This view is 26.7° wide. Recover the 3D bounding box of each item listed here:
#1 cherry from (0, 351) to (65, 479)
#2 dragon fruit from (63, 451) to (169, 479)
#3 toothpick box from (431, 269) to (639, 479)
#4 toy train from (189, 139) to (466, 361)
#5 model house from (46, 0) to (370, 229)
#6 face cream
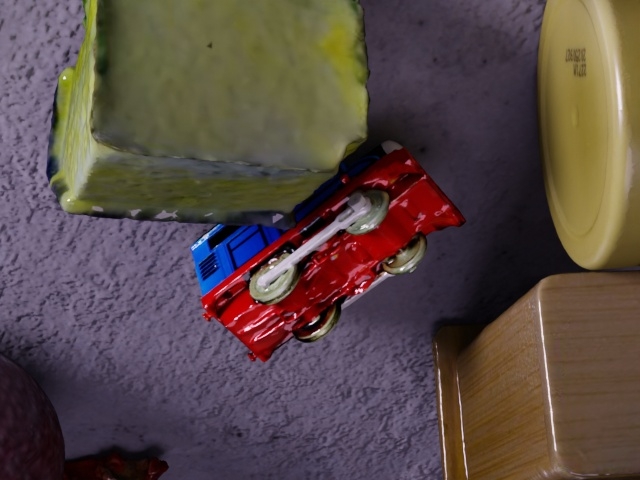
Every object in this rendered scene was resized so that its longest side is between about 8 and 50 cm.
[{"bbox_3d":[-0.344,0.177,1.119,0.230,0.203,0.300,-25,118,17],"label":"cherry"},{"bbox_3d":[-0.216,0.233,1.302,0.131,0.063,0.097,-37,160,24],"label":"dragon fruit"},{"bbox_3d":[0.212,0.129,1.076,0.188,0.190,0.308,-1,166,-6],"label":"toothpick box"},{"bbox_3d":[0.000,0.000,1.059,0.204,0.131,0.083,-37,123,10],"label":"toy train"},{"bbox_3d":[-0.088,-0.096,0.966,0.194,0.170,0.211,2,161,-20],"label":"model house"},{"bbox_3d":[0.263,-0.091,0.940,0.179,0.218,0.218,-4,134,-4],"label":"face cream"}]
